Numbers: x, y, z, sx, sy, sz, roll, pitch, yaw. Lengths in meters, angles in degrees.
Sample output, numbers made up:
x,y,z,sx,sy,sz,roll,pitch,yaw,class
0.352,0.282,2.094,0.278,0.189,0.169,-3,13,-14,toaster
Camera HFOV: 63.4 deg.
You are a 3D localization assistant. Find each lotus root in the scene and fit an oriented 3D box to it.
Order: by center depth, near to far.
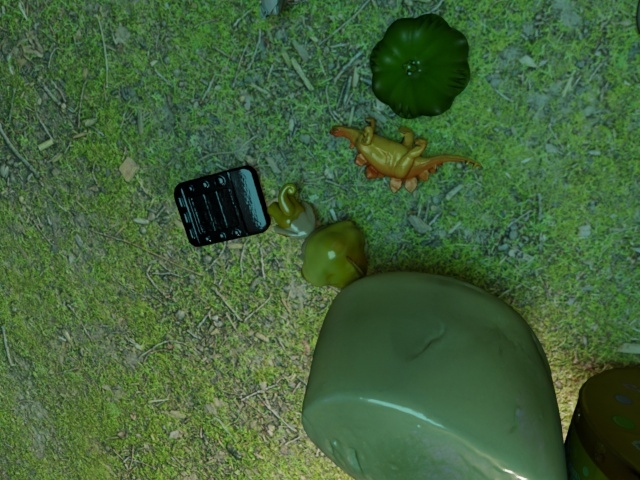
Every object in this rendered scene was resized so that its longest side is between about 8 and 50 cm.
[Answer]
x,y,z,sx,sy,sz,roll,pitch,yaw,class
0.155,-0.286,0.856,0.186,0.186,0.186,5,107,15,lotus root

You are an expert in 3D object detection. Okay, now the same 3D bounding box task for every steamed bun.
x,y,z,sx,sy,sz,roll,pitch,yaw,class
0.211,0.262,0.864,0.456,0.371,0.290,31,125,-9,steamed bun

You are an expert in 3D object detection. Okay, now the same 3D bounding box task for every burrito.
x,y,z,sx,sy,sz,roll,pitch,yaw,class
-0.084,-0.500,0.921,0.064,0.064,0.203,5,105,15,burrito

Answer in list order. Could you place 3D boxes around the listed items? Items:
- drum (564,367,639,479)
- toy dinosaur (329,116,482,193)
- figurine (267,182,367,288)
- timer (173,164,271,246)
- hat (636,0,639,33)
x,y,z,sx,sy,sz,roll,pitch,yaw,class
0.595,0.393,0.800,0.432,0.431,0.214,10,109,14,drum
0.144,-0.146,0.958,0.288,0.070,0.117,21,122,14,toy dinosaur
0.000,0.000,1.022,0.246,0.131,0.156,41,79,11,figurine
-0.207,-0.072,1.094,0.188,0.055,0.144,-11,105,15,timer
0.593,-0.380,0.721,0.214,0.149,0.244,20,100,11,hat
